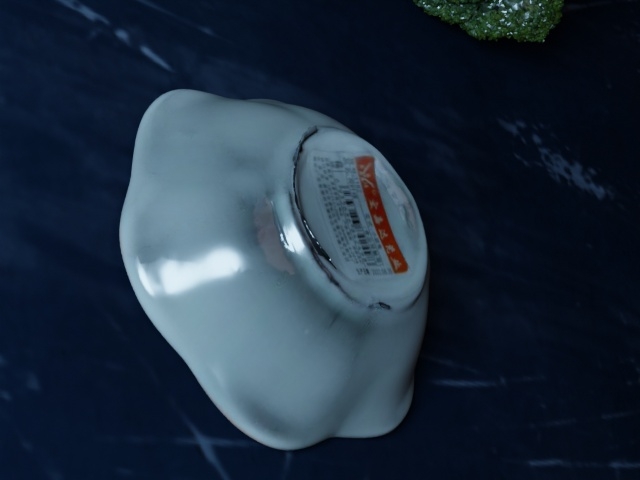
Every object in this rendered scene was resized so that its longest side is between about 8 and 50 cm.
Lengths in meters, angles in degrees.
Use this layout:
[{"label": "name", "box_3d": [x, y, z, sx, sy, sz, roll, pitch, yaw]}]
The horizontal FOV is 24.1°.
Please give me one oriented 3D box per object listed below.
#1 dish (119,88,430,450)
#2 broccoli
[{"label": "dish", "box_3d": [0.000, 0.000, 0.821, 0.229, 0.081, 0.229, 28, 47, -34]}, {"label": "broccoli", "box_3d": [0.121, -0.215, 1.069, 0.162, 0.146, 0.138, 52, 4, 15]}]
